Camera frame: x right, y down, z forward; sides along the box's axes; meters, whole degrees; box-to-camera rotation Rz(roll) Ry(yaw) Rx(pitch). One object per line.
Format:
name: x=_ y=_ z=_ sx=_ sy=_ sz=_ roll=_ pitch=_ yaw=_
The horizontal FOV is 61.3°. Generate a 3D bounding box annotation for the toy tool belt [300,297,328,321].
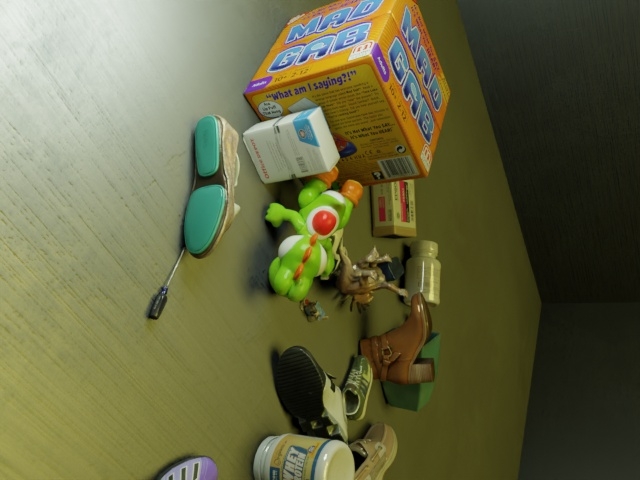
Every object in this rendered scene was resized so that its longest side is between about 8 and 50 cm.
toy tool belt: x=-0.013 y=0.185 z=1.455 sx=0.083 sy=0.051 sz=0.052 roll=59 pitch=41 yaw=-33

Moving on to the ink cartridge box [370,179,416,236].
ink cartridge box: x=0.256 y=-0.127 z=1.881 sx=0.193 sy=0.088 sz=0.235 roll=3 pitch=84 yaw=-58

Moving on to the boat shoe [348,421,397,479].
boat shoe: x=0.133 y=0.624 z=1.553 sx=0.110 sy=0.121 sz=0.341 roll=52 pitch=25 yaw=-5

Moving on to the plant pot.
plant pot: x=0.298 y=0.434 z=1.804 sx=0.165 sy=0.165 sz=0.235 roll=-12 pitch=102 yaw=-57

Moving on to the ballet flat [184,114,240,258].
ballet flat: x=-0.214 y=-0.109 z=1.147 sx=0.106 sy=0.107 sz=0.316 roll=27 pitch=65 yaw=-61

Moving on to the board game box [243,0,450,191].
board game box: x=0.091 y=-0.389 z=1.417 sx=0.356 sy=0.356 sz=0.357 roll=55 pitch=44 yaw=-38

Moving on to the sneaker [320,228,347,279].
sneaker: x=0.000 y=0.000 z=1.462 sx=0.153 sy=0.094 sz=0.235 roll=-53 pitch=139 yaw=-57

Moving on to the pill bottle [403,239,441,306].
pill bottle: x=0.377 y=0.123 z=1.990 sx=0.131 sy=0.131 sz=0.230 roll=29 pitch=62 yaw=-52

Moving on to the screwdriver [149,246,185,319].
screwdriver: x=-0.301 y=0.081 z=1.068 sx=0.024 sy=0.025 sz=0.170 roll=51 pitch=37 yaw=-40

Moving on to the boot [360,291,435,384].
boot: x=0.233 y=0.303 z=1.669 sx=0.109 sy=0.220 sz=0.284 roll=-14 pitch=100 yaw=-68

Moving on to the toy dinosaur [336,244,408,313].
toy dinosaur: x=0.108 y=0.119 z=1.526 sx=0.295 sy=0.200 sz=0.127 roll=25 pitch=48 yaw=-48

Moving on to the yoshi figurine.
yoshi figurine: x=-0.035 y=-0.004 z=1.346 sx=0.362 sy=0.203 sz=0.203 roll=-65 pitch=152 yaw=-28

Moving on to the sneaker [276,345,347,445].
sneaker: x=-0.015 y=0.392 z=1.389 sx=0.146 sy=0.122 sz=0.331 roll=-65 pitch=139 yaw=-64

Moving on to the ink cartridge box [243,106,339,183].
ink cartridge box: x=-0.070 y=-0.226 z=1.299 sx=0.082 sy=0.190 sz=0.140 roll=-54 pitch=129 yaw=-47

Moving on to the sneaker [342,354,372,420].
sneaker: x=0.105 y=0.431 z=1.588 sx=0.086 sy=0.064 sz=0.192 roll=32 pitch=63 yaw=-57

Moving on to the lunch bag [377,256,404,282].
lunch bag: x=0.234 y=0.101 z=1.837 sx=0.098 sy=0.065 sz=0.067 roll=-30 pitch=95 yaw=-53

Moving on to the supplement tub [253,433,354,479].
supplement tub: x=-0.038 y=0.522 z=1.234 sx=0.144 sy=0.199 sz=0.145 roll=14 pitch=74 yaw=-56

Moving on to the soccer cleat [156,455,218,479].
soccer cleat: x=-0.277 y=0.489 z=0.949 sx=0.318 sy=0.116 sz=0.109 roll=-15 pitch=98 yaw=-56
